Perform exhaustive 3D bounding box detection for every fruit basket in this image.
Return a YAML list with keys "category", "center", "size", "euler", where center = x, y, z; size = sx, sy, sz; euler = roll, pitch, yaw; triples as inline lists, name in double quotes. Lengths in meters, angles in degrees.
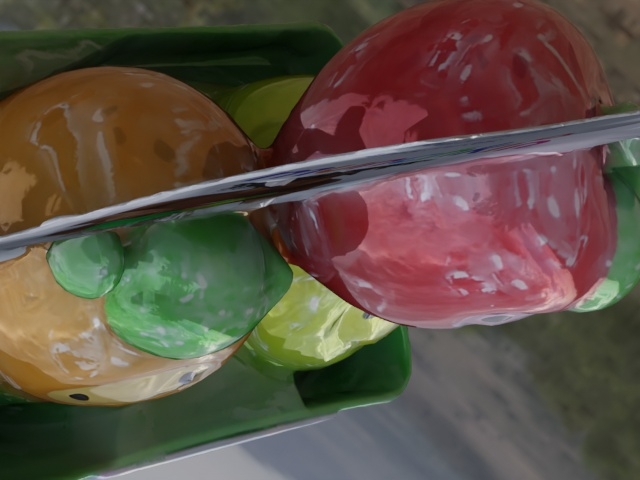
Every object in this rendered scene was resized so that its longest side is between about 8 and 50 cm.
- category: "fruit basket"
  center: [0.000, 0.000, 0.643]
  size: [0.353, 0.165, 0.327]
  euler: [-5, -177, 40]
